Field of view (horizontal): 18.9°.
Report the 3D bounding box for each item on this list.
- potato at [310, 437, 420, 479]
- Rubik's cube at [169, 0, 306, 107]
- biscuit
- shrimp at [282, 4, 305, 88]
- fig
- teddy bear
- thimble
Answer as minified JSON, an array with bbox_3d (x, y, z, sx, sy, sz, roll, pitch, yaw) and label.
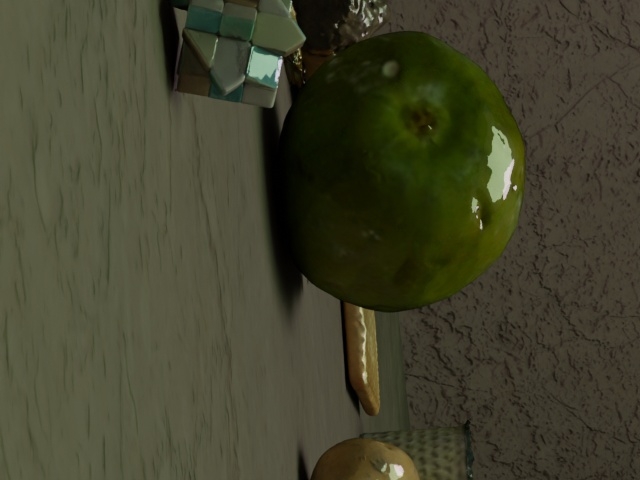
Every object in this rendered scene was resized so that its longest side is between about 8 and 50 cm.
[{"bbox_3d":[0.038,0.242,1.750,0.147,0.112,0.112,67,17,-51],"label":"potato"},{"bbox_3d":[-0.049,-0.125,1.136,0.084,0.075,0.073,-111,-152,-48],"label":"Rubik's cube"},{"bbox_3d":[0.054,0.137,2.510,0.249,0.030,0.160,67,20,-77],"label":"biscuit"},{"bbox_3d":[-0.035,-0.199,1.781,0.083,0.023,0.114,20,60,-82],"label":"shrimp"},{"bbox_3d":[0.078,-0.036,1.742,0.314,0.233,0.233,68,17,-57],"label":"fig"},{"bbox_3d":[0.024,-0.195,1.963,0.177,0.140,0.190,41,-30,60],"label":"teddy bear"},{"bbox_3d":[0.137,0.377,2.570,0.271,0.150,0.270,-4,90,-86],"label":"thimble"}]
